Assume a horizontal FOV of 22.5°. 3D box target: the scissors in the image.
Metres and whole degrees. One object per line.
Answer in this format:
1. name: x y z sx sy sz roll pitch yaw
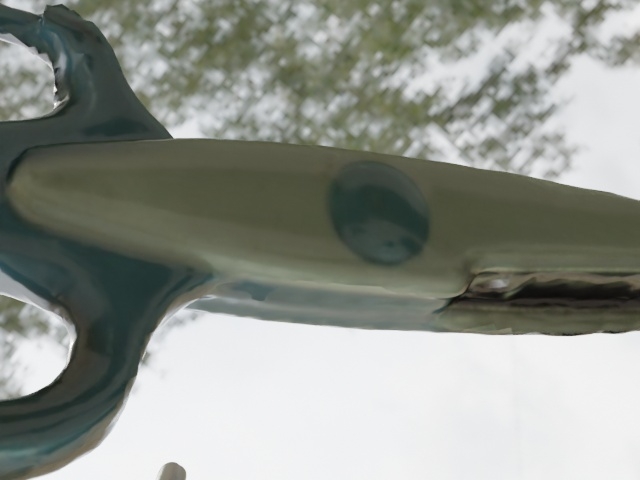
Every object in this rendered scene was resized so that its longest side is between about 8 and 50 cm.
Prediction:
1. scissors: 0.000 0.000 0.418 0.289 0.041 0.138 4 -124 -21

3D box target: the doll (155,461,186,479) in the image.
1. doll: -0.089 0.156 0.800 0.057 0.143 0.099 30 -103 -13
